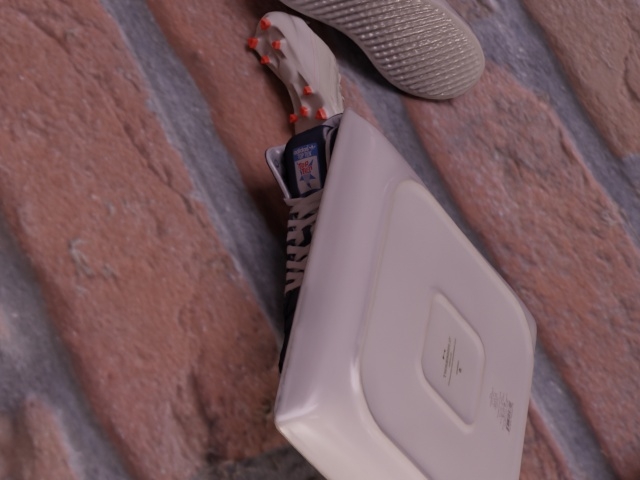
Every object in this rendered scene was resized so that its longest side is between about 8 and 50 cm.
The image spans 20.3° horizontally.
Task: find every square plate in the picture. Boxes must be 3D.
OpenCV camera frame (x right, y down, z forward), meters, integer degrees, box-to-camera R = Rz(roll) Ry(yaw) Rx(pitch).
[{"bbox_3d":[0.098,0.107,1.573,0.344,0.049,0.347,47,41,-36],"label":"square plate"}]

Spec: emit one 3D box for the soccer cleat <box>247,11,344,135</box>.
[{"bbox_3d":[-0.002,-0.146,1.760,0.076,0.068,0.196,-7,63,-41],"label":"soccer cleat"}]

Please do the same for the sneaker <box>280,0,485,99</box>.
[{"bbox_3d":[0.054,-0.267,1.856,0.282,0.102,0.161,34,24,-29],"label":"sneaker"}]

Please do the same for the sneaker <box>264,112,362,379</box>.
[{"bbox_3d":[0.000,0.000,1.606,0.153,0.099,0.282,55,40,-25],"label":"sneaker"}]
